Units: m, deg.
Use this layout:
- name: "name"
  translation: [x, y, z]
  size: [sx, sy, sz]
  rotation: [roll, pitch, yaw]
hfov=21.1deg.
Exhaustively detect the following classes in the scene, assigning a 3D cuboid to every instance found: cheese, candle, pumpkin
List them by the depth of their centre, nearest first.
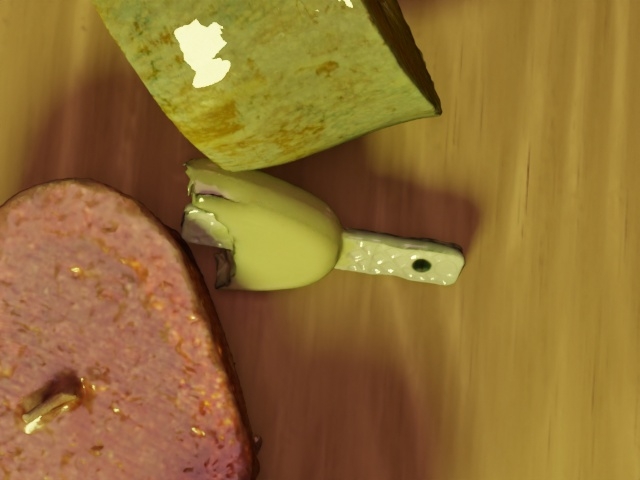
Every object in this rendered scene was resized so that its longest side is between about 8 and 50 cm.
- name: "pumpkin"
  translation: [-0.064, -0.204, 1.293]
  size: [0.199, 0.332, 0.332]
  rotation: [-26, 82, 13]
- name: "candle"
  translation: [-0.183, 0.128, 1.337]
  size: [0.287, 0.131, 0.317]
  rotation: [29, 86, 3]
- name: "cheese"
  translation: [0.000, 0.001, 1.364]
  size: [0.235, 0.127, 0.049]
  rotation: [7, 47, -8]
